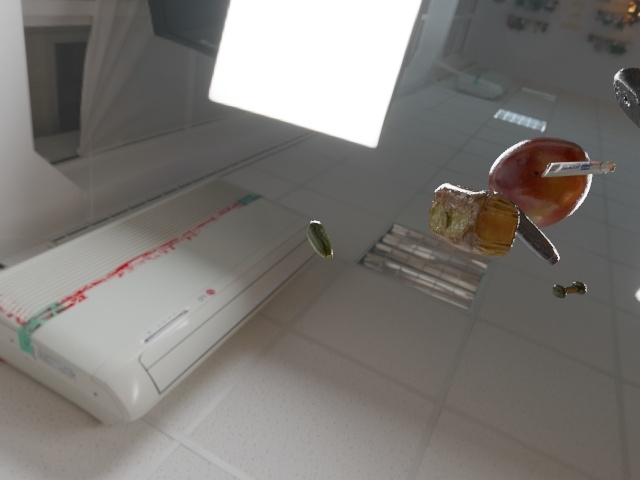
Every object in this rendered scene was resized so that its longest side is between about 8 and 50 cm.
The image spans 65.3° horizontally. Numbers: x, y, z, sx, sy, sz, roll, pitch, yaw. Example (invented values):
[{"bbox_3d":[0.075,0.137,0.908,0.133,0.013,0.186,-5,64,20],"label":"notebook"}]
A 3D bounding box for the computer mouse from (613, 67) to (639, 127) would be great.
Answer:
[{"bbox_3d":[1.155,-0.514,1.787,0.116,0.183,0.323,-22,-147,23],"label":"computer mouse"}]

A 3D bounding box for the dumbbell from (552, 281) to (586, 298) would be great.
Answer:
[{"bbox_3d":[0.852,0.170,1.712,0.118,0.046,0.052,-6,-171,-23],"label":"dumbbell"}]

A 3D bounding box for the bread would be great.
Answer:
[{"bbox_3d":[0.366,-0.056,1.236,0.120,0.152,0.288,11,-170,-13],"label":"bread"}]

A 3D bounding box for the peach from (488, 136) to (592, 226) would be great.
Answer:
[{"bbox_3d":[0.896,-0.248,2.035,0.389,0.387,0.388,9,-151,-5],"label":"peach"}]

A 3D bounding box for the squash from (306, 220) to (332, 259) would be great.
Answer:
[{"bbox_3d":[0.000,0.000,1.629,0.067,0.066,0.201,1,-150,-19],"label":"squash"}]

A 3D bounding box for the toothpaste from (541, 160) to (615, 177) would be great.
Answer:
[{"bbox_3d":[0.689,-0.193,1.347,0.033,0.052,0.218,35,173,-19],"label":"toothpaste"}]

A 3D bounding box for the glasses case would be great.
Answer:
[{"bbox_3d":[0.609,-0.038,1.504,0.282,0.067,0.109,48,-168,-2],"label":"glasses case"}]
